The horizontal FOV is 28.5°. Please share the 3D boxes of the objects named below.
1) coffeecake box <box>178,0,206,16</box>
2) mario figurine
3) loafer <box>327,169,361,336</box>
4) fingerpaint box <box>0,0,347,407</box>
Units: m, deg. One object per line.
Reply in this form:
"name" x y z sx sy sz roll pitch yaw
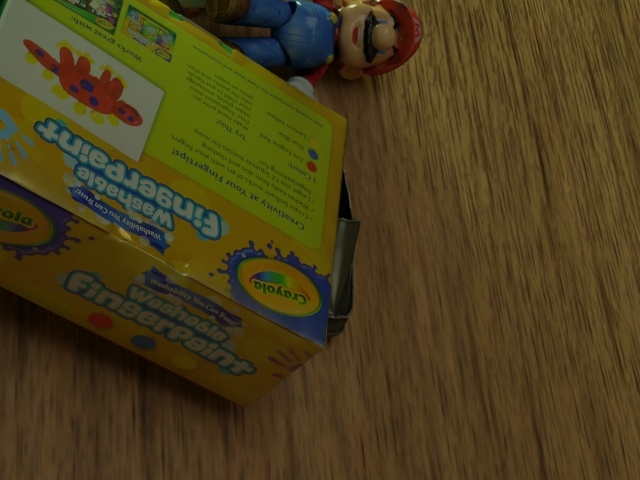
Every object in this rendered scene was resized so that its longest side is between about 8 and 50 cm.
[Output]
"coffeecake box" -0.123 -0.391 1.671 0.185 0.142 0.068 -24 70 3
"mario figurine" 0.012 -0.285 1.722 0.320 0.198 0.170 -6 53 -32
"loafer" 0.000 0.000 1.594 0.094 0.087 0.251 10 56 -28
"fingerpaint box" -0.200 -0.079 1.413 0.445 0.163 0.371 29 43 -24
